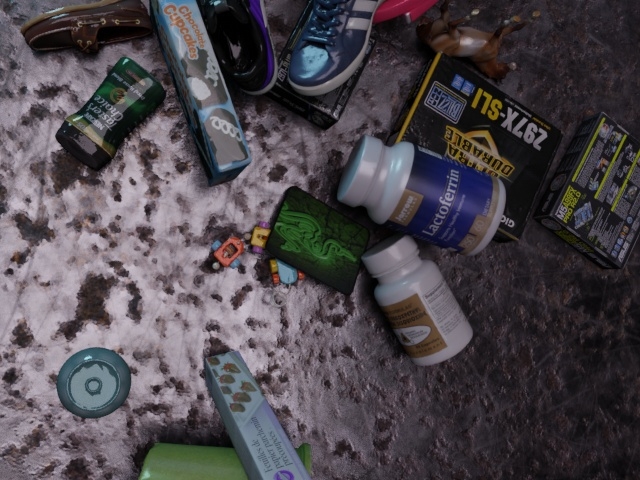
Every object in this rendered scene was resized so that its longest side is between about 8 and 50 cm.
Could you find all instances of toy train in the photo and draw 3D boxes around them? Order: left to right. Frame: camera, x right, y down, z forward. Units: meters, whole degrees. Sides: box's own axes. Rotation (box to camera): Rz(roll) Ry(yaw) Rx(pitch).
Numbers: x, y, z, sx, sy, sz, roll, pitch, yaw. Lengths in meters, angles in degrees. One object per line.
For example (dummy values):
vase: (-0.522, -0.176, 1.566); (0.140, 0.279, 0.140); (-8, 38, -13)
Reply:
toy train: (-0.111, 0.039, 1.094); (0.166, 0.046, 0.125); (42, 78, -8)

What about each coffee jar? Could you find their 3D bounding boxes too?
coffee jar: (-0.351, -0.210, 1.013); (0.096, 0.079, 0.184); (39, 78, -12)

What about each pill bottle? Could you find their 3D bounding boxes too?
pill bottle: (0.175, 0.106, 1.130); (0.131, 0.131, 0.229); (-32, 96, -16)
pill bottle: (0.173, -0.083, 1.065); (0.264, 0.153, 0.153); (19, 82, -9)

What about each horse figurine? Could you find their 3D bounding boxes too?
horse figurine: (0.288, -0.394, 1.171); (0.263, 0.174, 0.066); (5, 72, -17)

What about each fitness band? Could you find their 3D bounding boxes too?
fitness band: (0.150, -0.510, 1.131); (0.291, 0.054, 0.209); (-41, 58, -6)

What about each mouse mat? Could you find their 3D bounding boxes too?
mouse mat: (0.000, 0.000, 1.118); (0.189, 0.007, 0.153); (29, 60, -16)

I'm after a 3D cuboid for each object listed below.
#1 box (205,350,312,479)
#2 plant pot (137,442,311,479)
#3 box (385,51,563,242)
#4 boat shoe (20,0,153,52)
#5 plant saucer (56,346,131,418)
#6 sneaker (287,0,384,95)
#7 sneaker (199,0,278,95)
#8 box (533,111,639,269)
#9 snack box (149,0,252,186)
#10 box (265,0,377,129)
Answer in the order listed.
box: (-0.106, 0.290, 0.942); (0.063, 0.324, 0.067); (-10, 118, -23)
plant pot: (-0.168, 0.439, 0.963); (0.253, 0.276, 0.276); (13, 83, -4)
box: (0.301, -0.180, 1.212); (0.321, 0.079, 0.257); (29, 78, -13)
boat shoe: (-0.385, -0.353, 1.013); (0.206, 0.073, 0.073); (-24, 92, -16)
plant saucer: (-0.379, 0.240, 1.013); (0.119, 0.021, 0.120); (1, 86, -17)
sneaker: (0.032, -0.411, 1.002); (0.131, 0.148, 0.350); (20, 75, 25)
sneaker: (-0.146, -0.383, 0.972); (0.102, 0.146, 0.294); (-19, 98, 11)
box: (0.611, -0.105, 1.311); (0.216, 0.060, 0.270); (32, 78, -12)
snack box: (-0.205, -0.259, 1.003); (0.060, 0.187, 0.322); (-20, 93, -15)
box: (-0.002, -0.323, 1.125); (0.147, 0.077, 0.180); (27, 80, -14)
